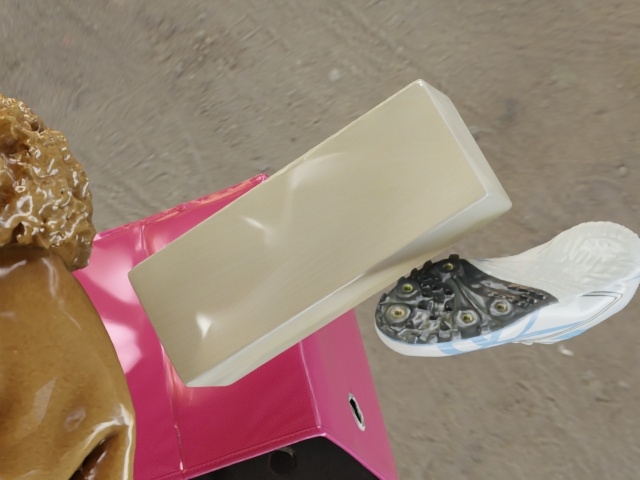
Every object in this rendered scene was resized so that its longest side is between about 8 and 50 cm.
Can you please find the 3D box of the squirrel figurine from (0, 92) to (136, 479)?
[{"bbox_3d":[-0.336,0.064,1.000,0.370,0.281,0.397,-3,111,-42],"label":"squirrel figurine"}]

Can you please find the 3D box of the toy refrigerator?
[{"bbox_3d":[0.000,0.000,1.118,0.269,0.094,0.102,-33,75,14],"label":"toy refrigerator"}]

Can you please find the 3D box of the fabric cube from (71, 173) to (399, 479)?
[{"bbox_3d":[-0.097,0.136,1.384,0.259,0.254,0.258,-19,61,11],"label":"fabric cube"}]

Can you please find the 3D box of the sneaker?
[{"bbox_3d":[0.143,0.050,1.103,0.237,0.085,0.086,-14,135,-29],"label":"sneaker"}]
